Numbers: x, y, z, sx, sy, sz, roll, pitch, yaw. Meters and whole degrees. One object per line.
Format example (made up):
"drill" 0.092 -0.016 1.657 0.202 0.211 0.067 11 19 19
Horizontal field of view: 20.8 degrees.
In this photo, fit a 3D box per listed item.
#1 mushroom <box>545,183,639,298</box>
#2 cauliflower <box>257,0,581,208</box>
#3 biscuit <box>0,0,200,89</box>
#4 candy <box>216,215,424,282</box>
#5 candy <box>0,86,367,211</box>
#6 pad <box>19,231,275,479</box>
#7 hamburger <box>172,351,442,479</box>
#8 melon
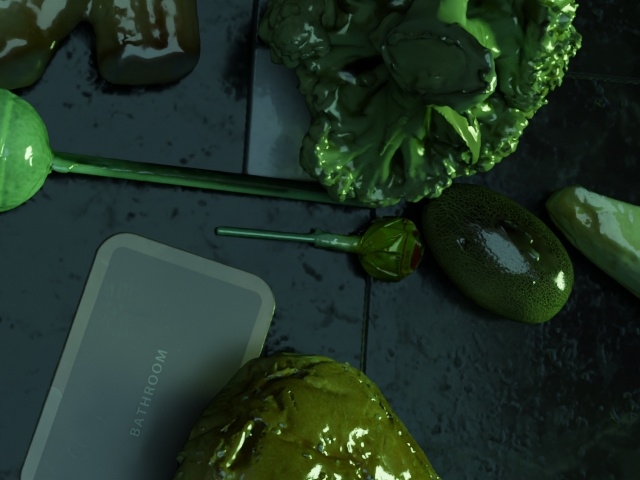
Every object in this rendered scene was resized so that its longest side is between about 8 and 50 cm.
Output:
"mushroom" 0.365 0.042 1.670 0.333 0.087 0.107 40 82 -6
"cauliflower" 0.078 -0.185 1.526 0.260 0.281 0.327 18 92 21
"biscuit" -0.230 -0.280 1.566 0.237 0.062 0.290 -4 89 -11
"candy" 0.000 0.000 1.617 0.194 0.058 0.062 7 79 -3
"candy" -0.152 -0.060 1.565 0.440 0.119 0.119 8 87 -18
"pad" -0.157 0.138 1.601 0.176 0.002 0.266 19 85 -10
"hamburger" -0.009 0.245 1.522 0.285 0.134 0.265 49 48 -13
"melon" 0.162 0.011 1.621 0.162 0.099 0.099 38 82 -3
